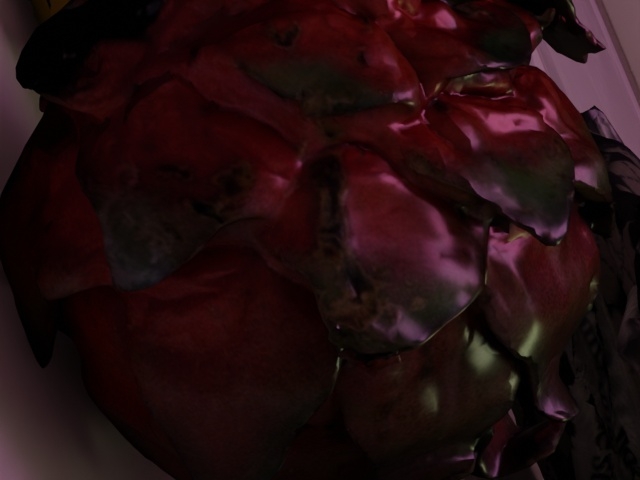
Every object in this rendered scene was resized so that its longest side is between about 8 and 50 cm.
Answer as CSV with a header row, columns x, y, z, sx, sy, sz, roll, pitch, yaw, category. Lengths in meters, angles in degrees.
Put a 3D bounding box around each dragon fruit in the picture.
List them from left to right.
x,y,z,sx,sy,sz,roll,pitch,yaw,category
-0.002,-0.009,0.553,0.182,0.182,0.188,24,61,-69,dragon fruit

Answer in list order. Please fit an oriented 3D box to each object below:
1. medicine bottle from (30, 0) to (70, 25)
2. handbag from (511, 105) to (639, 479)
x,y,z,sx,sy,sz,roll,pitch,yaw,category
-0.016,-0.076,0.722,0.239,0.124,0.124,35,34,-60,medicine bottle
0.198,0.094,0.930,0.316,0.180,0.416,63,-3,-14,handbag
